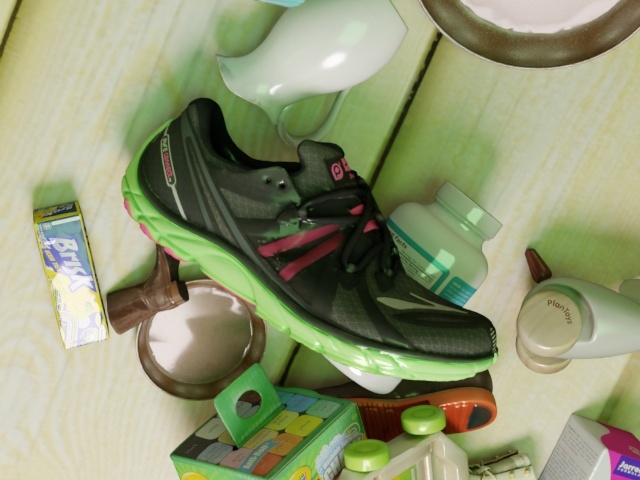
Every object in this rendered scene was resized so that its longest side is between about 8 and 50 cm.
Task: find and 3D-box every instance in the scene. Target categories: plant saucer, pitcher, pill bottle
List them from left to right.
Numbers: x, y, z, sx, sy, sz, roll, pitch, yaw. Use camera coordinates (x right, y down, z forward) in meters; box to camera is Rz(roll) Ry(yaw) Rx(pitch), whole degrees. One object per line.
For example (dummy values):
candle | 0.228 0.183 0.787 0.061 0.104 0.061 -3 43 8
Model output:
plant saucer | -0.153 0.124 1.558 0.168 0.029 0.168 -5 111 -12
pitcher | 0.007 -0.210 1.442 0.207 0.125 0.178 -33 135 10
pill bottle | 0.111 0.053 1.537 0.146 0.146 0.264 37 97 -23
plant saucer | 0.256 -0.344 1.425 0.311 0.050 0.310 5 130 6

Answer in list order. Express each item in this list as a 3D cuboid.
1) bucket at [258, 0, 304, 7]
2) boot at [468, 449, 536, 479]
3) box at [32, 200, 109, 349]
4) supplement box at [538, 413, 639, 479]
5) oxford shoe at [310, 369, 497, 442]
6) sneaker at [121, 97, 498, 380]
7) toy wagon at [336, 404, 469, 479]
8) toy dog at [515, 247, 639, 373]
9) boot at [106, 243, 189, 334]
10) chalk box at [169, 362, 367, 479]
bucket | -0.080 -0.384 1.273 0.183 0.281 0.281 13 106 -22
boot | 0.212 0.324 1.700 0.165 0.077 0.213 -21 118 -6
box | -0.301 0.042 1.477 0.059 0.054 0.169 -13 111 -10
supplement box | 0.378 0.377 1.743 0.111 0.114 0.220 19 102 -19
oxford shoe | 0.095 0.206 1.631 0.271 0.098 0.097 -3 139 2
sneaker | 0.000 0.000 1.387 0.483 0.185 0.202 32 99 5
toy wagon | 0.076 0.368 1.498 0.344 0.068 0.267 -21 109 -47
toy dog | 0.397 0.073 1.619 0.334 0.220 0.161 -2 71 -19
boot | -0.224 0.051 1.509 0.114 0.106 0.037 -25 158 23
chalk box | -0.050 0.298 1.532 0.180 0.179 0.289 -38 121 -40
